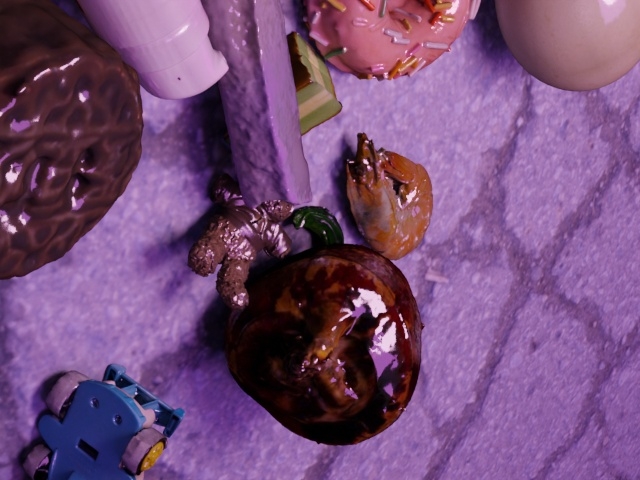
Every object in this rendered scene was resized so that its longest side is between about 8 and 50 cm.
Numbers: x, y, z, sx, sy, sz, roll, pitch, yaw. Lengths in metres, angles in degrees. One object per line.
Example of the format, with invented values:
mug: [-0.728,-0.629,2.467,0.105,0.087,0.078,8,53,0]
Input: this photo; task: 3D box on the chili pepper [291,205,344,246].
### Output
chili pepper: [0.006,-0.006,1.319,0.055,0.035,0.118,-62,148,-22]

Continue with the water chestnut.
water chestnut: [0.003,0.117,1.248,0.238,0.224,0.223,-63,168,-70]

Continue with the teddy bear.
teddy bear: [-0.085,-0.009,1.192,0.119,0.078,0.160,51,55,-28]

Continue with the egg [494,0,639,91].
egg: [0.297,-0.292,1.331,0.188,0.189,0.253,-44,133,-19]

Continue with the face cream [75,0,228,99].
face cream: [-0.173,-0.251,0.909,0.102,0.102,0.345,-45,139,-19]

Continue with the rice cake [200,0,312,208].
rice cake: [-0.072,-0.193,1.056,0.070,0.064,0.398,-61,148,-50]

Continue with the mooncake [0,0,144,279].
mooncake: [-0.244,-0.077,0.898,0.228,0.124,0.228,-47,155,-30]

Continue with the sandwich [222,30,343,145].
sandwich: [-0.048,-0.148,1.190,0.116,0.074,0.074,-31,145,16]

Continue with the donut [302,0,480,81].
donut: [0.078,-0.259,1.196,0.233,0.085,0.199,3,112,-47]

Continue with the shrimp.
shrimp: [0.081,-0.060,1.356,0.115,0.051,0.217,-53,141,-19]

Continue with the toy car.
toy car: [-0.219,0.215,1.155,0.098,0.126,0.161,-10,128,-64]
